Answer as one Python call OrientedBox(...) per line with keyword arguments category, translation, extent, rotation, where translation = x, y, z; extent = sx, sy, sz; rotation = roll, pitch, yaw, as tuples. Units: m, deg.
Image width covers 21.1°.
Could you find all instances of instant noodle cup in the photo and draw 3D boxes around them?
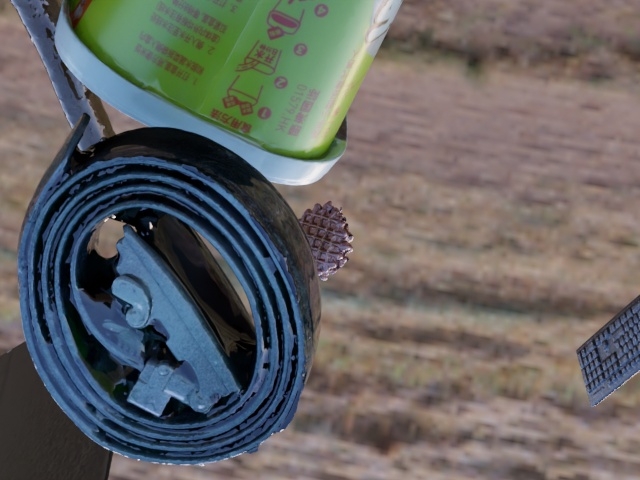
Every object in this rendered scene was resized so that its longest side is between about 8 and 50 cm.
OrientedBox(category="instant noodle cup", translation=(-0.032, -0.253, 1.410), extent=(0.294, 0.294, 0.308), rotation=(20, 120, -24))

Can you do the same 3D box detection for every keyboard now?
OrientedBox(category="keyboard", translation=(0.289, 0.088, 1.576), extent=(0.010, 0.063, 0.198), rotation=(-2, 153, -24))

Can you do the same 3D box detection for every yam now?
OrientedBox(category="yam", translation=(-0.240, -0.186, 1.494), extent=(0.045, 0.045, 0.327), rotation=(42, 157, 55))

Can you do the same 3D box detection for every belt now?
OrientedBox(category="belt", translation=(-0.111, 0.029, 1.235), extent=(0.206, 0.267, 0.116), rotation=(-19, -164, 13))

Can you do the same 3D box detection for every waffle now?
OrientedBox(category="waffle", translation=(0.000, 0.000, 1.851), extent=(0.083, 0.075, 0.029), rotation=(-40, 154, 22))

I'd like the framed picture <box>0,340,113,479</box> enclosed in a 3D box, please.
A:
OrientedBox(category="framed picture", translation=(-0.299, 0.208, 1.868), extent=(0.255, 0.338, 0.014), rotation=(-30, 126, 30))
